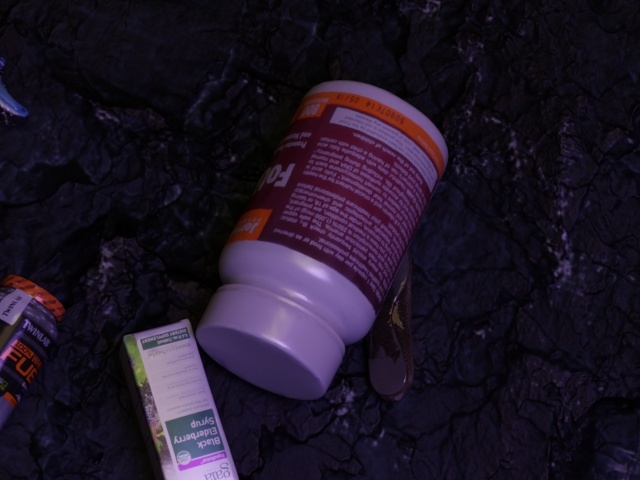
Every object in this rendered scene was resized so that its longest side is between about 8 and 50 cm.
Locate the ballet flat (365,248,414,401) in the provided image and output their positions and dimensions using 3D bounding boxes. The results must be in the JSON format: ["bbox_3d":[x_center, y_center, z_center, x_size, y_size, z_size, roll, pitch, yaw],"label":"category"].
[{"bbox_3d":[0.098,0.107,2.094,0.084,0.058,0.250,-12,66,18],"label":"ballet flat"}]

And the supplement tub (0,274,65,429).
[{"bbox_3d":[-0.418,0.146,1.933,0.117,0.117,0.190,30,69,-1],"label":"supplement tub"}]

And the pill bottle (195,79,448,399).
[{"bbox_3d":[0.000,0.000,2.006,0.224,0.224,0.392,27,65,-2],"label":"pill bottle"}]

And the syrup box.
[{"bbox_3d":[-0.187,0.235,1.964,0.093,0.096,0.237,-14,74,-16],"label":"syrup box"}]

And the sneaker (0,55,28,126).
[{"bbox_3d":[-0.459,-0.228,2.080,0.162,0.063,0.073,46,66,5],"label":"sneaker"}]
